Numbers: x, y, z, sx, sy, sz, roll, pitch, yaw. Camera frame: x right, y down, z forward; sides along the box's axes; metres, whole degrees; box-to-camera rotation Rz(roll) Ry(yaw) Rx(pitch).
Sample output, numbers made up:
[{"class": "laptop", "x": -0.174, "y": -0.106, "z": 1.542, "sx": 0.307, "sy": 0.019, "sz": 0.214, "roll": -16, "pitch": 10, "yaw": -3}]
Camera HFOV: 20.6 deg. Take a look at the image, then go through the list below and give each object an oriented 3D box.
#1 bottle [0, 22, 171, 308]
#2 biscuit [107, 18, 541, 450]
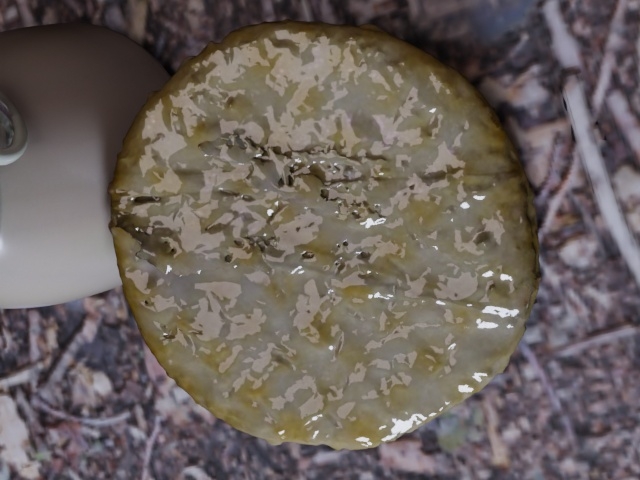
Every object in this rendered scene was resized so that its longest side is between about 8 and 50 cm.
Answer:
[{"class": "bottle", "x": -0.182, "y": -0.027, "z": 0.881, "sx": 0.148, "sy": 0.236, "sz": 0.147, "roll": 7, "pitch": 105, "yaw": 30}, {"class": "biscuit", "x": 0.000, "y": 0.000, "z": 0.858, "sx": 0.220, "sy": 0.033, "sz": 0.219, "roll": 2, "pitch": 104, "yaw": 8}]
